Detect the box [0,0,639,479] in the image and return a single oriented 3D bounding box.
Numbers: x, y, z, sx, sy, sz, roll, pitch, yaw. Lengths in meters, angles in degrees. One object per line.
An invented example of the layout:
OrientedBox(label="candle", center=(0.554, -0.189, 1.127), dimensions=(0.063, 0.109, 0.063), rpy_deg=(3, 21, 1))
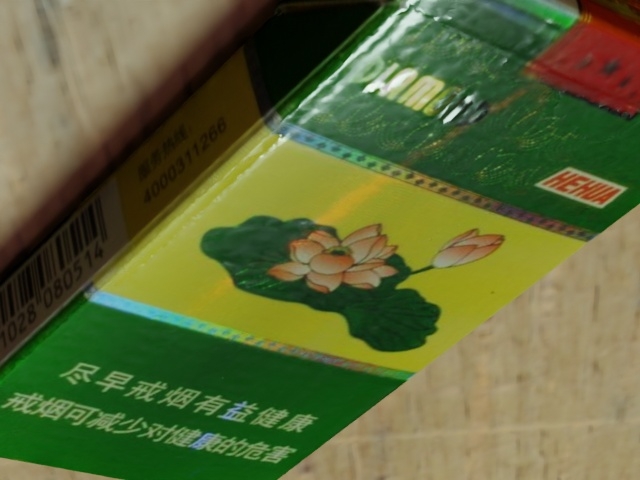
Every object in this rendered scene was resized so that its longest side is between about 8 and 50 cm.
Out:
OrientedBox(label="box", center=(0.000, 0.000, 0.546), dimensions=(0.132, 0.034, 0.235), rpy_deg=(17, 135, -39))
